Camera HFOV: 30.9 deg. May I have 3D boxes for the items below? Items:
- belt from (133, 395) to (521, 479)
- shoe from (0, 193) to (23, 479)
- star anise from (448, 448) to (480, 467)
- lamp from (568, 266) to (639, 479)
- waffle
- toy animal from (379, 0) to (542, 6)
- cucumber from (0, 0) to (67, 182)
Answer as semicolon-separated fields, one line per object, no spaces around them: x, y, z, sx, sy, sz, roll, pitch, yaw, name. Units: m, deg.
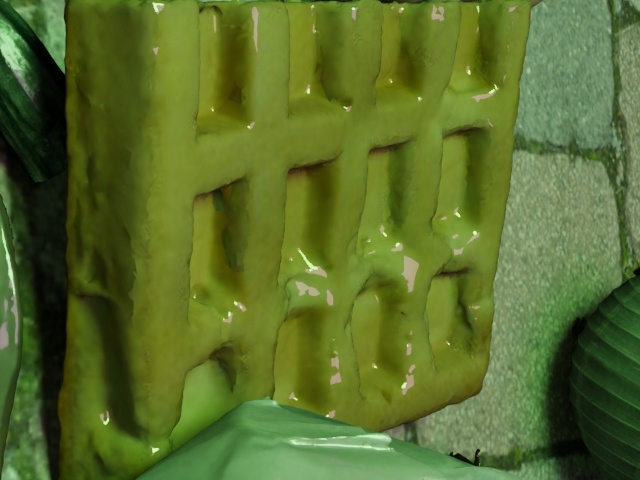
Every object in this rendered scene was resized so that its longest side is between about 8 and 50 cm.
-0.027;0.304;0.585;0.300;0.173;0.436;14;85;-49;belt
-0.193;0.091;0.521;0.098;0.103;0.275;9;78;-33;shoe
0.099;0.244;0.820;0.212;0.053;0.157;-82;176;-54;star anise
0.338;0.123;0.986;0.265;0.233;0.233;24;68;-23;lamp
-0.001;0.000;0.699;0.348;0.077;0.304;-14;114;-44;waffle
0.079;-0.231;0.793;0.250;0.154;0.166;3;42;-46;toy animal
-0.160;-0.086;0.606;0.048;0.048;0.105;-49;121;-37;cucumber
